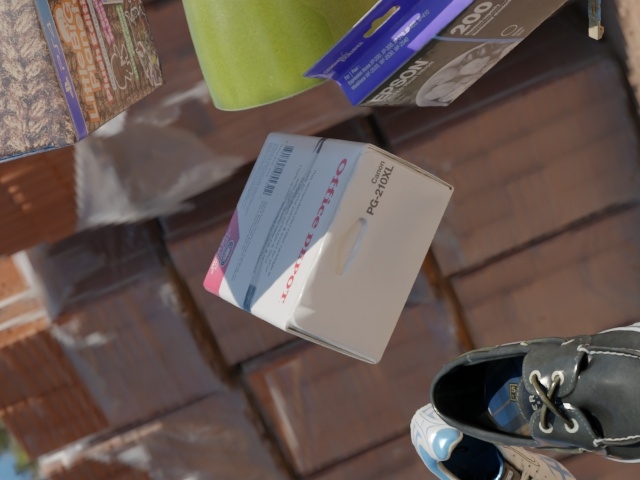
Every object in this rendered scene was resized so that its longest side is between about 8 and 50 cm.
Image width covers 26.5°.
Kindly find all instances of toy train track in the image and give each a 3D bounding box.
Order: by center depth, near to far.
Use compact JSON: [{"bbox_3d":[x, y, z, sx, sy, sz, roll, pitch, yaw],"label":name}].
[{"bbox_3d":[0.218,-0.198,1.063,0.048,0.014,0.083,35,144,43],"label":"toy train track"}]

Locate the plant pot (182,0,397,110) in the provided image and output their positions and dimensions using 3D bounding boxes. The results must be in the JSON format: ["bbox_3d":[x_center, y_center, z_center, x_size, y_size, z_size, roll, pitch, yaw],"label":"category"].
[{"bbox_3d":[-0.079,-0.361,1.746,0.293,0.275,0.275,63,-178,-22],"label":"plant pot"}]

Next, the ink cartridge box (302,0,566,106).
[{"bbox_3d":[0.119,-0.207,1.381,0.208,0.206,0.045,-5,-115,-43],"label":"ink cartridge box"}]

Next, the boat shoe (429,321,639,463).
[{"bbox_3d":[0.087,0.056,0.480,0.142,0.040,0.049,164,100,-65],"label":"boat shoe"}]

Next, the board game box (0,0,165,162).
[{"bbox_3d":[-0.289,-0.150,1.148,0.291,0.232,0.141,-67,-37,-73],"label":"board game box"}]

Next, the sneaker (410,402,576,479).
[{"bbox_3d":[0.190,0.246,1.398,0.237,0.085,0.086,32,-169,-27],"label":"sneaker"}]

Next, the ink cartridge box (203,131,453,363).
[{"bbox_3d":[0.000,0.000,1.237,0.100,0.172,0.237,24,177,-23],"label":"ink cartridge box"}]
